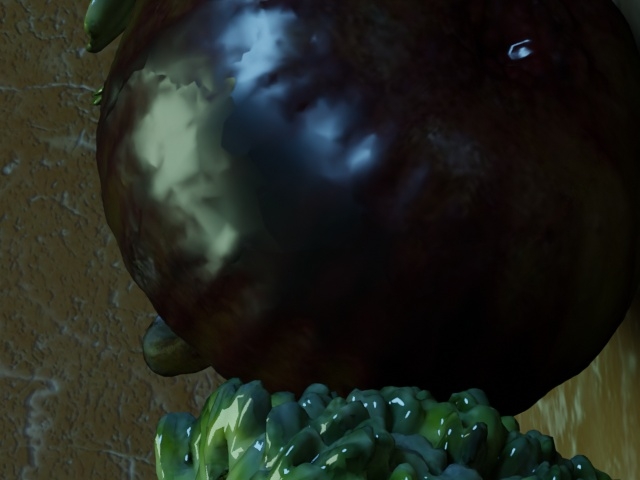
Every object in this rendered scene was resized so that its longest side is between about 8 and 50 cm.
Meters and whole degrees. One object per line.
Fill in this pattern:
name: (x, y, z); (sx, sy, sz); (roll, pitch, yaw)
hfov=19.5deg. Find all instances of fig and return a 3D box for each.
fig: (0.000, 0.000, 0.753); (0.321, 0.217, 0.217); (128, 141, -57)

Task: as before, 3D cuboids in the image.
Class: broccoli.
broccoli: (0.018, 0.179, 0.592); (0.248, 0.288, 0.245); (-9, 43, 51)

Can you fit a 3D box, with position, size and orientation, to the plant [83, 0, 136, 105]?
plant: (-0.031, -0.216, 0.856); (0.306, 0.261, 0.297); (96, 152, -49)
